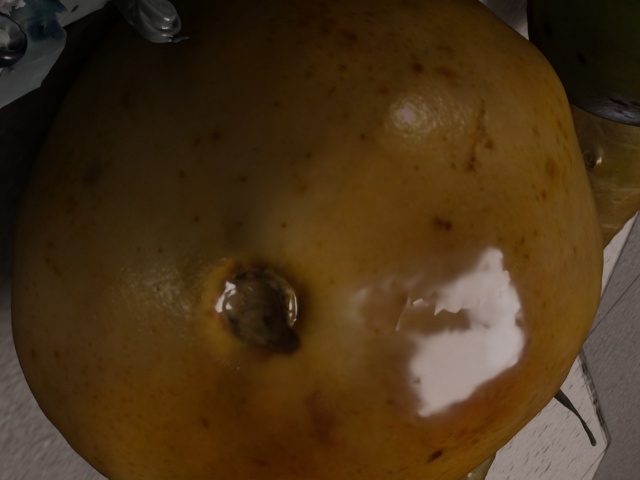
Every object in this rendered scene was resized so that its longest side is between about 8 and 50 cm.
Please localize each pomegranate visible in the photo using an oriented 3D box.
[{"bbox_3d":[0.217,-0.136,0.955,0.179,0.210,0.179,-51,-157,32],"label":"pomegranate"},{"bbox_3d":[-0.001,0.000,0.643,0.233,0.233,0.233,-46,157,-25],"label":"pomegranate"}]

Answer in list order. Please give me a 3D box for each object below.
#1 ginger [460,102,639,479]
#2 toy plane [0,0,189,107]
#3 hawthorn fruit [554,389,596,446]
[{"bbox_3d":[0.127,0.046,1.174,0.363,0.122,0.348,-49,162,-33],"label":"ginger"},{"bbox_3d":[-0.113,-0.061,0.499,0.226,0.058,0.226,-22,162,-47],"label":"toy plane"},{"bbox_3d":[0.049,0.015,0.850,0.149,0.189,0.149,4,90,-77],"label":"hawthorn fruit"}]
